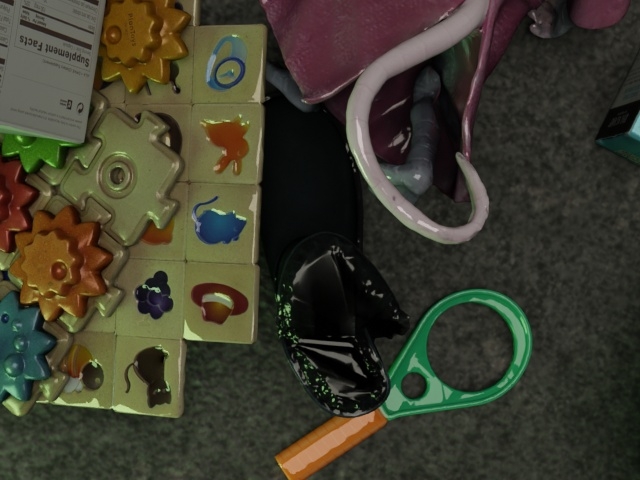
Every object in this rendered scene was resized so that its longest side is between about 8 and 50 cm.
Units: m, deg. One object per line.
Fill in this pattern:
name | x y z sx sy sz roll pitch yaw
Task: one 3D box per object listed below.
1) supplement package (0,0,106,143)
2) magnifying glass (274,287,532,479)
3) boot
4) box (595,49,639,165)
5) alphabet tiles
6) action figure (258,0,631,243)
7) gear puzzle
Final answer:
supplement package | -0.315 -0.161 1.018 0.262 0.204 0.145 7 89 26
magnifying glass | 0.067 0.121 1.185 0.231 0.026 0.092 -33 92 -6
boot | 0.000 0.000 1.087 0.094 0.207 0.246 -9 90 -5
box | 0.308 -0.175 1.164 0.060 0.100 0.244 27 88 -4
alphabet tiles | -0.171 -0.045 1.106 0.285 0.011 0.342 2 89 24
action figure | 0.118 -0.215 1.048 0.370 0.275 0.248 -44 106 7
gear puzzle | -0.195 -0.042 1.085 0.175 0.044 0.339 38 103 21
